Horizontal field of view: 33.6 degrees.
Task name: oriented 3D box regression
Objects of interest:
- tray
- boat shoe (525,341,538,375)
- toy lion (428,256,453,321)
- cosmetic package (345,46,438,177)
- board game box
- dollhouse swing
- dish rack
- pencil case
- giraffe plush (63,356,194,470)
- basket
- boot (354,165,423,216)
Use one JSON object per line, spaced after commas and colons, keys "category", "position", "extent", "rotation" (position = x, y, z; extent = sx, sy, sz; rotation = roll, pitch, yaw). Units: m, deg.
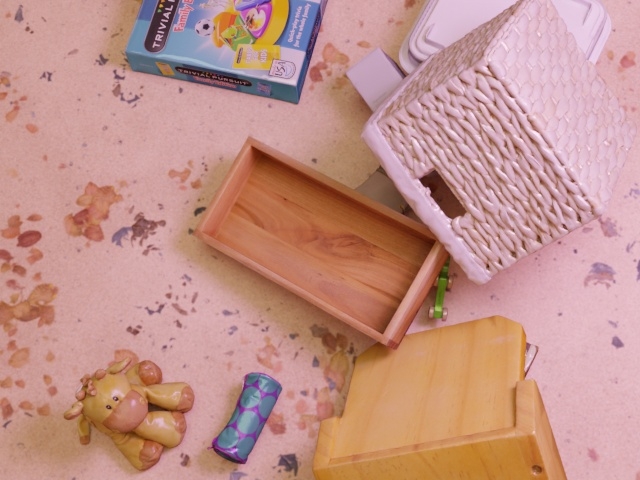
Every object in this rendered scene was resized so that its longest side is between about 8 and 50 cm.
{"category": "tray", "position": [0.000, 0.000, 1.819], "extent": [0.411, 0.076, 0.202], "rotation": [29, 87, 23]}
{"category": "boat shoe", "position": [0.315, 0.234, 1.789], "extent": [0.049, 0.056, 0.152], "rotation": [28, 64, 17]}
{"category": "toy lion", "position": [0.211, 0.078, 1.838], "extent": [0.034, 0.096, 0.100], "rotation": [9, 111, 6]}
{"category": "cosmetic package", "position": [0.153, -0.231, 1.924], "extent": [0.085, 0.117, 0.231], "rotation": [-37, 72, 14]}
{"category": "board game box", "position": [-0.175, -0.420, 2.039], "extent": [0.336, 0.079, 0.253], "rotation": [12, 70, 7]}
{"category": "dollhouse swing", "position": [0.209, 0.337, 1.694], "extent": [0.347, 0.305, 0.315], "rotation": [-15, 103, 20]}
{"category": "dish rack", "position": [0.337, -0.379, 1.914], "extent": [0.333, 0.072, 0.285], "rotation": [25, 72, 12]}
{"category": "pencil case", "position": [-0.125, 0.296, 1.777], "extent": [0.070, 0.064, 0.151], "rotation": [27, 72, -5]}
{"category": "giraffe plush", "position": [-0.327, 0.266, 1.741], "extent": [0.210, 0.170, 0.181], "rotation": [14, 71, 8]}
{"category": "basket", "position": [0.302, -0.172, 1.712], "extent": [0.328, 0.266, 0.331], "rotation": [52, 38, -10]}
{"category": "boot", "position": [0.134, -0.031, 1.883], "extent": [0.165, 0.077, 0.213], "rotation": [-39, 72, -14]}
